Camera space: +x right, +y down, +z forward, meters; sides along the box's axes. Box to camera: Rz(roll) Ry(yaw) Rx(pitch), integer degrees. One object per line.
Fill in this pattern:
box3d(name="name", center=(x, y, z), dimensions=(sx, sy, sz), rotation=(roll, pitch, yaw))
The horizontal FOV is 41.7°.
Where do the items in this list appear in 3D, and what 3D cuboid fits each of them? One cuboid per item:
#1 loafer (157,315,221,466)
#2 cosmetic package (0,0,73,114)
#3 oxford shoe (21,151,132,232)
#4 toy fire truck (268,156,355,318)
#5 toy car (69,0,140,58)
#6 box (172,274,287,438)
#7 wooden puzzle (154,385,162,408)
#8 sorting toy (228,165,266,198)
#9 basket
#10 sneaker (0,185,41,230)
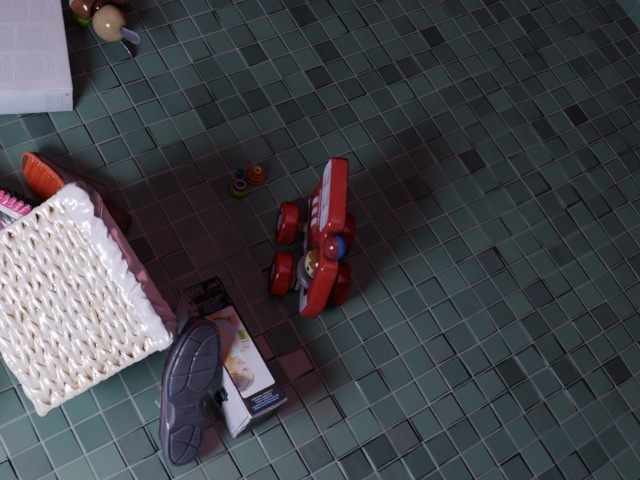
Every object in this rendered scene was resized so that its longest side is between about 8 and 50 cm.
box3d(name="loafer", center=(-0.266, 0.279, 1.603), dimensions=(0.109, 0.095, 0.302), rotation=(0, 108, -37))
box3d(name="cosmetic package", center=(-0.730, -0.466, 1.914), dimensions=(0.285, 0.097, 0.377), rotation=(-5, 67, -20))
box3d(name="oxford shoe", center=(-0.528, -0.101, 1.813), dimensions=(0.271, 0.097, 0.098), rotation=(42, 42, 2))
box3d(name="toy fire truck", center=(0.000, 0.000, 1.807), dimensions=(0.170, 0.254, 0.302), rotation=(11, 63, -11))
box3d(name="toy car", center=(-0.486, -0.528, 1.989), dimensions=(0.149, 0.155, 0.188), rotation=(-35, 88, -27))
box3d(name="box", center=(-0.190, 0.237, 1.693), dimensions=(0.087, 0.169, 0.289), rotation=(-23, 72, -27))
box3d(name="wooden puzzle", center=(-0.303, 0.330, 1.706), dimensions=(0.049, 0.006, 0.083), rotation=(-34, 78, -27))
box3d(name="sorting toy", center=(-0.171, -0.146, 1.949), dimensions=(0.061, 0.042, 0.102), rotation=(45, 62, 8))
box3d(name="basket", center=(-0.454, 0.094, 1.531), dimensions=(0.267, 0.328, 0.331), rotation=(-30, 96, -8))
box3d(name="sneaker", center=(-0.712, -0.077, 1.729), dimensions=(0.299, 0.121, 0.112), rotation=(28, 91, 7))
